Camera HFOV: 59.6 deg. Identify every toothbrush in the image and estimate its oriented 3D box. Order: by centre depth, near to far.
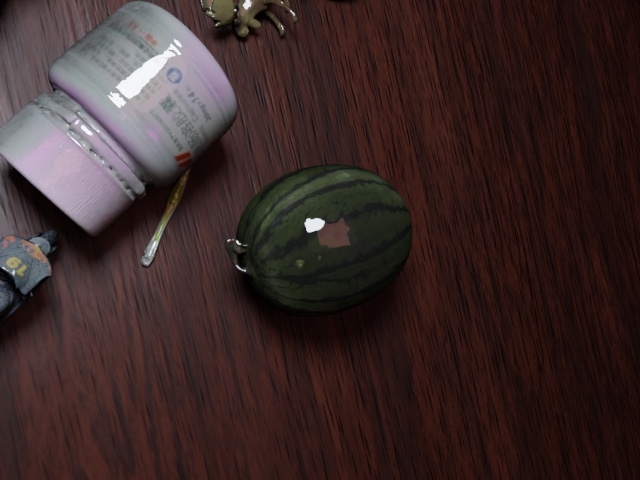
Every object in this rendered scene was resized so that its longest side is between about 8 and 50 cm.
[{"bbox_3d":[-0.273,-0.074,1.040,0.022,0.026,0.263,25,73,-17],"label":"toothbrush"}]

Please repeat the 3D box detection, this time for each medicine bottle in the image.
[{"bbox_3d":[-0.323,-0.189,0.898,0.256,0.256,0.325,47,74,-16],"label":"medicine bottle"}]

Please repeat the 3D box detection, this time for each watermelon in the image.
[{"bbox_3d":[0.000,0.000,1.036,0.359,0.279,0.278,-20,94,-29],"label":"watermelon"}]

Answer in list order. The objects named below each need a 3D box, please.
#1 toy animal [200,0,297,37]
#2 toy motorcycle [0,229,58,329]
[{"bbox_3d":[-0.139,-0.486,1.128,0.186,0.094,0.214,24,67,-28],"label":"toy animal"},{"bbox_3d":[-0.503,0.089,0.821,0.108,0.173,0.307,47,65,-17],"label":"toy motorcycle"}]
